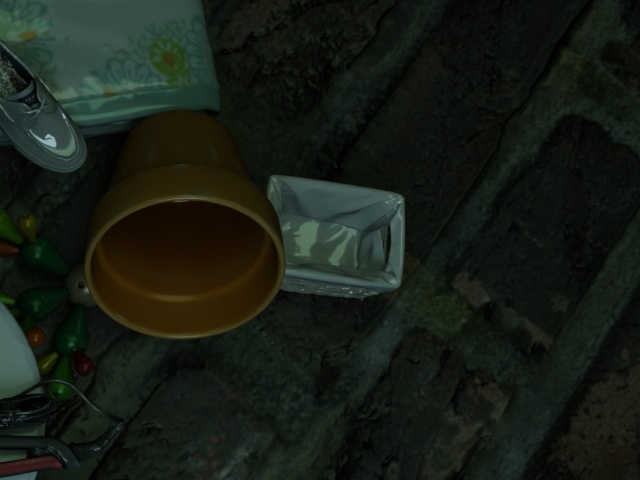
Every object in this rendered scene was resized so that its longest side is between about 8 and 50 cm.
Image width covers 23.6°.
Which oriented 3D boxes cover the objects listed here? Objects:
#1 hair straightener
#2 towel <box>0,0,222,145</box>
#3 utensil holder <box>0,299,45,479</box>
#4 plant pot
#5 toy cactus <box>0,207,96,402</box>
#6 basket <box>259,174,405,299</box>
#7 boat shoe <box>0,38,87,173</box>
[{"bbox_3d":[-0.268,0.147,1.202,0.230,0.047,0.089,-6,81,-22],"label":"hair straightener"},{"bbox_3d":[-0.311,-0.266,1.676,0.375,0.090,0.320,-8,82,-22],"label":"towel"},{"bbox_3d":[-0.431,0.176,1.370,0.328,0.385,0.327,5,76,-19],"label":"utensil holder"},{"bbox_3d":[-0.146,-0.032,1.620,0.205,0.205,0.188,12,41,-18],"label":"plant pot"},{"bbox_3d":[-0.280,0.053,1.618,0.180,0.112,0.219,-21,78,-33],"label":"toy cactus"},{"bbox_3d":[0.000,0.000,1.725,0.167,0.103,0.113,9,75,-20],"label":"basket"},{"bbox_3d":[-0.306,-0.147,1.574,0.066,0.063,0.184,-37,97,-18],"label":"boat shoe"}]
